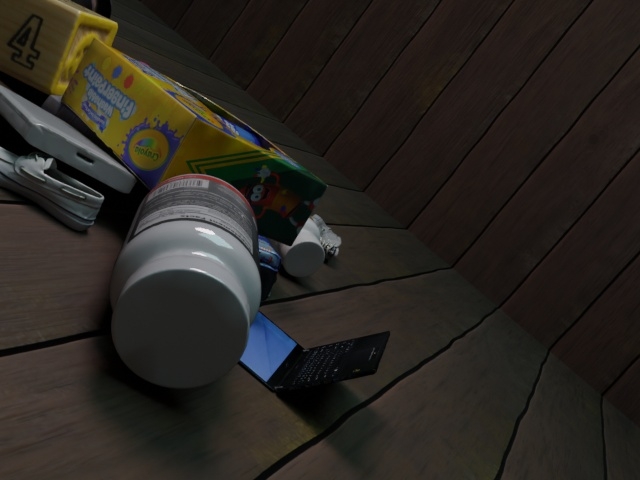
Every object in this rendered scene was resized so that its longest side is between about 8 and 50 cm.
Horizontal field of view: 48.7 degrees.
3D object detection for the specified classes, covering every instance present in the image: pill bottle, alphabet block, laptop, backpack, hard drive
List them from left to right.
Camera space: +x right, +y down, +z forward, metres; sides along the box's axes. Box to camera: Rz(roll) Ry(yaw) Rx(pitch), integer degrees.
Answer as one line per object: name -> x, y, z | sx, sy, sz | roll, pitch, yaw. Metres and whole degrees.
alphabet block -> -0.601, -0.443, 1.566 | 0.197, 0.193, 0.192 | 26, 14, 4
hard drive -> -0.477, -0.189, 1.283 | 0.203, 0.040, 0.307 | 32, 2, -42
pill bottle -> -0.193, 0.047, 1.043 | 0.210, 0.210, 0.363 | 34, 15, -17
backpack -> -0.166, 0.033, 1.339 | 0.158, 0.117, 0.173 | 22, 10, -20
pill bottle -> -0.072, -0.016, 1.728 | 0.131, 0.131, 0.229 | 29, 18, -33
laptop -> -0.031, 0.162, 1.236 | 0.234, 0.264, 0.137 | -37, 112, -76

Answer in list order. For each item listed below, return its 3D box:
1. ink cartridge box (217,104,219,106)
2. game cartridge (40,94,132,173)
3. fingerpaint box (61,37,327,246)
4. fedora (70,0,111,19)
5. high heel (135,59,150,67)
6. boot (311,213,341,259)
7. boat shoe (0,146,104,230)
ink cartridge box -> -0.343, -0.328, 2.056 | 0.078, 0.134, 0.231 | 30, 15, -28
game cartridge -> -0.465, -0.245, 1.637 | 0.230, 0.068, 0.355 | 35, 13, 4
fingerpaint box -> -0.260, -0.204, 1.449 | 0.371, 0.163, 0.445 | 23, 13, -48
fedora -> -0.710, -0.594, 1.795 | 0.334, 0.334, 0.153 | 31, 48, -27
high heel -> -0.494, -0.386, 1.717 | 0.117, 0.244, 0.082 | -35, 109, -66
boot -> 0.000, 0.000, 1.951 | 0.123, 0.095, 0.258 | 39, 16, 1
boat shoe -> -0.458, -0.108, 1.153 | 0.226, 0.076, 0.083 | 34, 14, -17
